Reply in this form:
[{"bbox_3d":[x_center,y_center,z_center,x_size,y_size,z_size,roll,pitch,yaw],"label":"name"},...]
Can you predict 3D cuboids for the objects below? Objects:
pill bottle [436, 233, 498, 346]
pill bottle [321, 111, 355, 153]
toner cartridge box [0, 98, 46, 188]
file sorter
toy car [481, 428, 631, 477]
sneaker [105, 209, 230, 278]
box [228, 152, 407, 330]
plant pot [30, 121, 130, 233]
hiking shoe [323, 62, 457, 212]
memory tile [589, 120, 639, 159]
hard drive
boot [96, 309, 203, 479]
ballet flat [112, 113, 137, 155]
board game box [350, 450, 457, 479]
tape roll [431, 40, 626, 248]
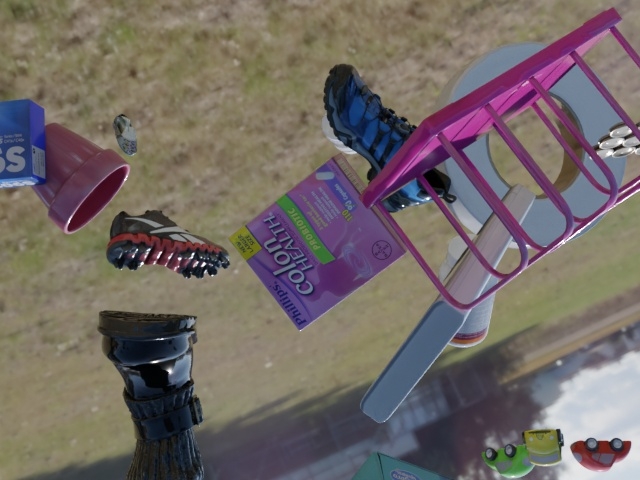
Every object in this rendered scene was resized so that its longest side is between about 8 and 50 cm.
[{"bbox_3d":[0.297,0.102,1.973,0.121,0.121,0.221,-19,133,-24],"label":"pill bottle"},{"bbox_3d":[0.055,-0.238,2.113,0.078,0.078,0.137,-27,165,8],"label":"pill bottle"},{"bbox_3d":[-0.738,-0.185,1.965,0.348,0.165,0.075,-5,170,7],"label":"toner cartridge box"},{"bbox_3d":[0.233,-0.082,1.075,0.291,0.182,0.202,-32,172,-25],"label":"file sorter"},{"bbox_3d":[0.364,0.360,1.600,0.239,0.053,0.225,16,153,-35],"label":"toy car"},{"bbox_3d":[-0.318,0.001,2.026,0.276,0.135,0.097,10,137,-31],"label":"sneaker"},{"bbox_3d":[0.000,0.000,1.742,0.243,0.213,0.117,-37,-178,14],"label":"box"},{"bbox_3d":[-0.536,-0.145,2.052,0.201,0.180,0.201,-49,177,-3],"label":"plant pot"},{"bbox_3d":[0.116,-0.177,1.597,0.132,0.113,0.304,-7,135,33],"label":"hiking shoe"},{"bbox_3d":[0.472,-0.151,1.404,0.148,0.012,0.113,-8,160,-10],"label":"memory tile"},{"bbox_3d":[0.187,0.080,1.374,0.353,0.047,0.233,-47,170,-52],"label":"hard drive"},{"bbox_3d":[-0.240,0.238,1.410,0.131,0.260,0.348,1,171,3],"label":"boot"},{"bbox_3d":[-0.372,-0.207,1.847,0.041,0.114,0.041,-14,132,-16],"label":"ballet flat"},{"bbox_3d":[0.153,0.359,0.807,0.254,0.336,0.079,24,118,-20],"label":"board game box"},{"bbox_3d":[0.390,-0.179,1.812,0.392,0.392,0.072,-20,-179,-18],"label":"tape roll"}]
